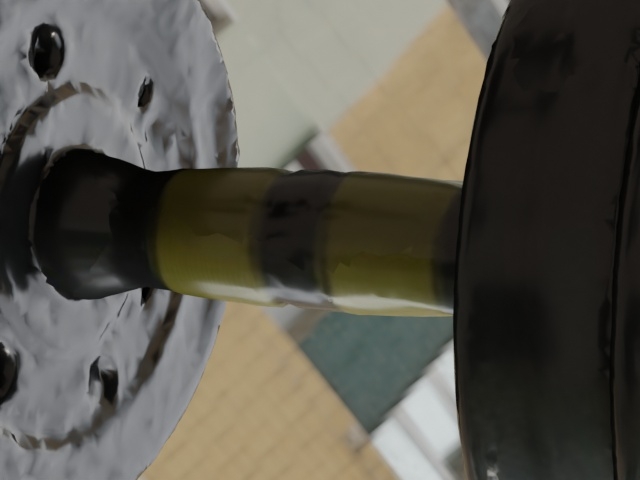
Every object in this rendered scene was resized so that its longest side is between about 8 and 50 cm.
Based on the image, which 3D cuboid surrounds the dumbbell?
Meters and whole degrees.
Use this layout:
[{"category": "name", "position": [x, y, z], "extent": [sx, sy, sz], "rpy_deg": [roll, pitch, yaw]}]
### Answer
[{"category": "dumbbell", "position": [0.000, 0.000, 0.483], "extent": [0.388, 0.185, 0.185], "rpy_deg": [5, -133, 26]}]
